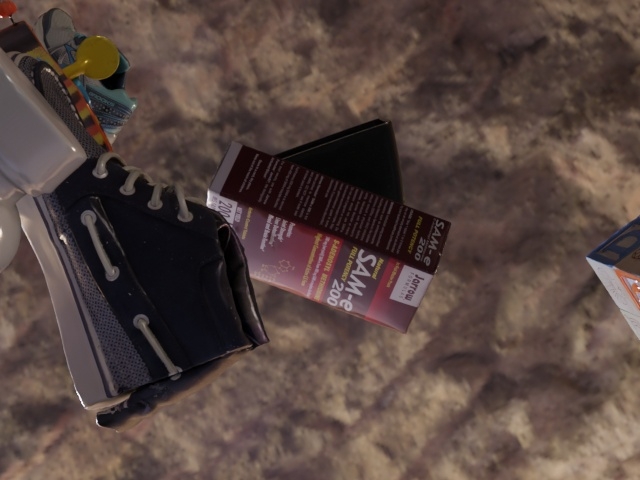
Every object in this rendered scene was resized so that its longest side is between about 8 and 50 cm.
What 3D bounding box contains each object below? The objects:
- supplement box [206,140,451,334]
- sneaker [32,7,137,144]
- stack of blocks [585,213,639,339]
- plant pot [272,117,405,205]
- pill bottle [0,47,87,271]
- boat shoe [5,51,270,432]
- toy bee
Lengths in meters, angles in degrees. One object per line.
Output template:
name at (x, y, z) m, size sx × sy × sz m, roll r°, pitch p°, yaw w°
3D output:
supplement box at (0.000, 0.000, 1.215) m, size 0.239 × 0.073 × 0.130 m, roll 20°, pitch -35°, yaw 2°
sneaker at (-0.358, -0.273, 1.850) m, size 0.122 × 0.283 × 0.110 m, roll -39°, pitch -31°, yaw 19°
stack of blocks at (0.323, -0.033, 0.679) m, size 0.297 × 0.087 × 0.171 m, roll -37°, pitch 12°, yaw -4°
plant pot at (0.020, -0.047, 1.497) m, size 0.187 × 0.167 × 0.188 m, roll -19°, pitch 8°, yaw 1°
pill bottle at (-0.308, -0.007, 0.772) m, size 0.301 × 0.169 × 0.169 m, roll -40°, pitch -32°, yaw -2°
boat shoe at (-0.160, -0.024, 0.996) m, size 0.158 × 0.341 × 0.127 m, roll -23°, pitch -6°, yaw 13°
toy bee at (-0.365, -0.199, 1.441) m, size 0.195 × 0.298 × 0.162 m, roll -49°, pitch -39°, yaw -30°
